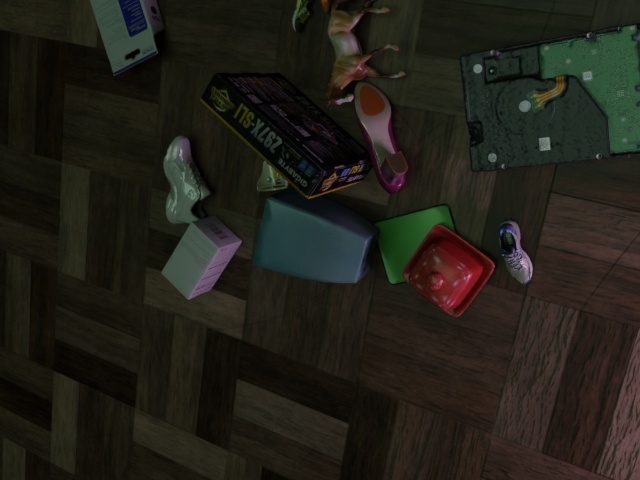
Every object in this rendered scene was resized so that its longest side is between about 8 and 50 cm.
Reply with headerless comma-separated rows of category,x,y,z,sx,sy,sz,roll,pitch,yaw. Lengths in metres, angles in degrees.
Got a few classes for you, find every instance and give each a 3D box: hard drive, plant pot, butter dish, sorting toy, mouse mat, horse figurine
hard drive,0.446,-0.263,1.318,0.338,0.064,0.237,-4,99,29
plant pot,0.000,0.000,1.558,0.234,0.165,0.166,20,110,16
butter dish,0.253,0.074,1.454,0.160,0.118,0.160,38,116,15
sorting toy,-0.108,-0.159,1.647,0.083,0.045,0.075,-6,90,29
mouse mat,0.216,0.011,1.531,0.189,0.007,0.153,-14,94,28
horse figurine,0.076,-0.424,1.467,0.174,0.066,0.263,-11,90,22

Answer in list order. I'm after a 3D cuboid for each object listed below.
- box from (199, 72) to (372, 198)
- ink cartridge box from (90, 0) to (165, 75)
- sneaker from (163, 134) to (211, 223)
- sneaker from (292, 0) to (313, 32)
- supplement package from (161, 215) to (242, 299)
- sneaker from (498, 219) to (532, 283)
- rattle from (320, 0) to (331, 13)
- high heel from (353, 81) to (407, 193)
box,-0.062,-0.235,1.481,0.322,0.257,0.079,43,116,13
ink cartridge box,-0.496,-0.598,1.742,0.165,0.065,0.333,-15,92,29
sneaker,-0.325,-0.149,1.746,0.115,0.090,0.232,9,114,19
sneaker,-0.038,-0.502,1.539,0.035,0.031,0.083,19,109,23
supplement package,-0.301,0.042,1.753,0.105,0.105,0.179,42,116,13
sneaker,0.390,0.028,1.413,0.052,0.058,0.135,-20,92,30
rattle,0.067,-0.592,1.451,0.199,0.130,0.143,-32,104,-1
high heel,0.124,-0.222,1.509,0.082,0.117,0.244,-22,74,-14
